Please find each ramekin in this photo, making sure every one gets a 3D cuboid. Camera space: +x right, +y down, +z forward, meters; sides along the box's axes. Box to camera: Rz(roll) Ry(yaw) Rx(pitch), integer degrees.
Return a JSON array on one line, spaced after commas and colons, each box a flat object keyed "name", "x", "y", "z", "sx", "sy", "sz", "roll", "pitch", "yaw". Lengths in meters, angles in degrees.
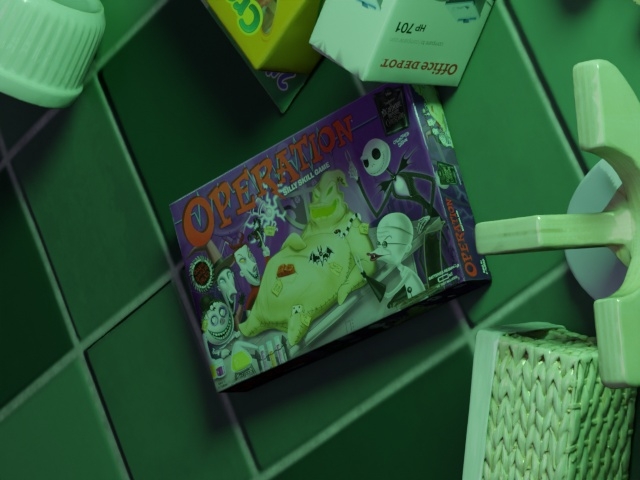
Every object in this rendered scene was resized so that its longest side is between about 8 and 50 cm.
[{"name": "ramekin", "x": -0.328, "y": -0.241, "z": 2.066, "sx": 0.207, "sy": 0.207, "sz": 0.109, "roll": 44, "pitch": 110, "yaw": 34}]

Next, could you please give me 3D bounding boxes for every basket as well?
[{"name": "basket", "x": 0.196, "y": 0.160, "z": 1.631, "sx": 0.103, "sy": 0.113, "sz": 0.167, "roll": 9, "pitch": 97, "yaw": 41}]

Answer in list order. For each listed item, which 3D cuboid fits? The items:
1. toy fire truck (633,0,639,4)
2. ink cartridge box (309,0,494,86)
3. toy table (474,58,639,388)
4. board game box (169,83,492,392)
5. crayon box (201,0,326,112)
[{"name": "toy fire truck", "x": 0.281, "y": -0.240, "z": 1.589, "sx": 0.192, "sy": 0.047, "sz": 0.135, "roll": -21, "pitch": 77, "yaw": 42}, {"name": "ink cartridge box", "x": 0.091, "y": -0.238, "z": 1.705, "sx": 0.082, "sy": 0.139, "sz": 0.191, "roll": 37, "pitch": 115, "yaw": 35}, {"name": "toy table", "x": 0.270, "y": -0.015, "z": 1.526, "sx": 0.274, "sy": 0.161, "sz": 0.252, "roll": -24, "pitch": 74, "yaw": 42}, {"name": "board game box", "x": 0.000, "y": 0.000, "z": 1.861, "sx": 0.347, "sy": 0.056, "sz": 0.208, "roll": -28, "pitch": 68, "yaw": 40}, {"name": "crayon box", "x": -0.030, "y": -0.308, "z": 1.858, "sx": 0.203, "sy": 0.083, "sz": 0.323, "roll": 54, "pitch": 125, "yaw": 29}]
